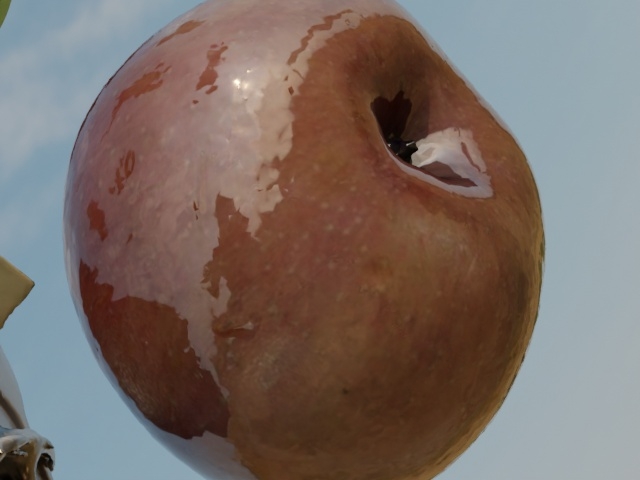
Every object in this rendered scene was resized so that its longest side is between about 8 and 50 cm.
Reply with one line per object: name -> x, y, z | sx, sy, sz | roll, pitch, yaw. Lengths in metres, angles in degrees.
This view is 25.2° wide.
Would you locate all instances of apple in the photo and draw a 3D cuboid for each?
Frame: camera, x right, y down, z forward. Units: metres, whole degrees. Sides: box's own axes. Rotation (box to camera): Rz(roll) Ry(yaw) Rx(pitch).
apple -> 0.000, 0.000, 0.828 | 0.235, 0.305, 0.306 | -39, -7, 35

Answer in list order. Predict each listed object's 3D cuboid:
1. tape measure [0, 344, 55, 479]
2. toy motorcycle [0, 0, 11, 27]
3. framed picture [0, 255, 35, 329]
tape measure -> -0.200, 0.134, 0.755 | 0.120, 0.197, 0.236 | -24, 14, 0
toy motorcycle -> -0.422, -0.268, 1.601 | 0.331, 0.196, 0.125 | -49, -38, 1
framed picture -> -0.249, 0.057, 0.426 | 0.020, 0.211, 0.289 | -23, 29, 56
